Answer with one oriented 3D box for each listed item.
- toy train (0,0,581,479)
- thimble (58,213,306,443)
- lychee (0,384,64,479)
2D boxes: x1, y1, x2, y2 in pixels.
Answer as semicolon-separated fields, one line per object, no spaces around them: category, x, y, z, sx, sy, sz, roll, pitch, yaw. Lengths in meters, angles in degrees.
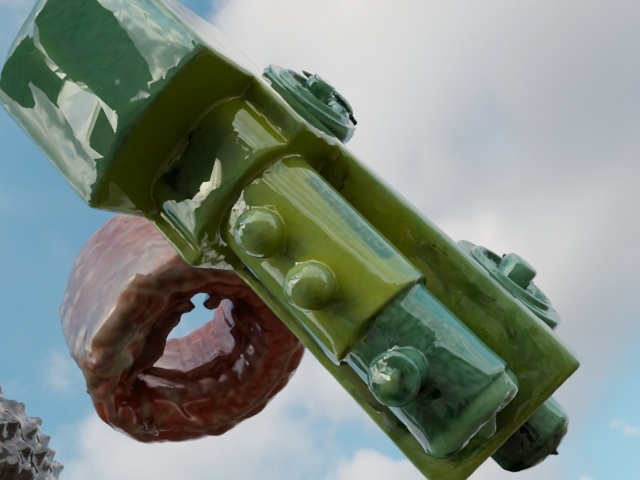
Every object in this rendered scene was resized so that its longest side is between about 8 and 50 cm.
toy train;0.000;0.000;0.400;0.150;0.369;0.237;-50;-20;13
thimble;-0.138;0.082;0.658;0.239;0.162;0.239;-16;-57;-26
lychee;-0.466;0.309;0.660;0.380;0.432;0.380;9;-104;-38
